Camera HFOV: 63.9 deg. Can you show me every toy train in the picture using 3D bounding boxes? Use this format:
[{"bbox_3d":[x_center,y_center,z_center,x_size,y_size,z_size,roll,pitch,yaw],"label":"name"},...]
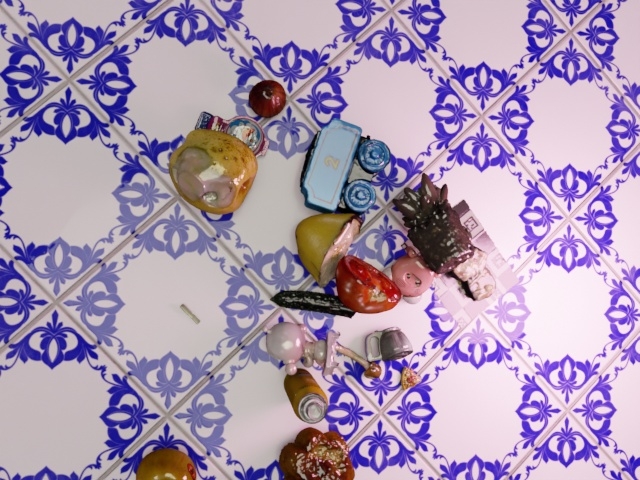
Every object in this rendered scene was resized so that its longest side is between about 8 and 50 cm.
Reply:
[{"bbox_3d":[0.074,-0.233,1.687,0.265,0.188,0.300,19,86,-4],"label":"toy train"}]

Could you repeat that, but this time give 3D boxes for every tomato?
[{"bbox_3d":[0.133,0.157,1.648,0.233,0.200,0.139,32,109,-16],"label":"tomato"}]

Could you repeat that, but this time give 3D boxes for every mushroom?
[{"bbox_3d":[0.122,0.407,1.733,0.187,0.060,0.061,31,98,1],"label":"mushroom"}]

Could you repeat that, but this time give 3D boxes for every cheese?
[{"bbox_3d":[-0.288,-0.348,1.689,0.244,0.062,0.155,22,86,-7],"label":"cheese"}]

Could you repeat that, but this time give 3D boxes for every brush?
[{"bbox_3d":[-0.423,0.238,1.666,0.016,0.013,0.083,-43,102,-4],"label":"brush"}]

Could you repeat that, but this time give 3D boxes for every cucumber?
[{"bbox_3d":[-0.018,0.205,1.705,0.300,0.072,0.072,10,86,-9],"label":"cucumber"}]

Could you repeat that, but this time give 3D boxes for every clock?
[{"bbox_3d":[0.304,0.125,1.742,0.166,0.093,0.162,39,104,-6],"label":"clock"}]

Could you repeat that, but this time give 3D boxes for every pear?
[{"bbox_3d":[-0.332,-0.214,1.584,0.271,0.271,0.271,0,88,-10],"label":"pear"},{"bbox_3d":[-0.001,0.002,1.657,0.178,0.267,0.267,29,83,12],"label":"pear"}]

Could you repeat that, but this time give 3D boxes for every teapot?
[{"bbox_3d":[0.230,0.352,1.737,0.149,0.111,0.108,-25,62,19],"label":"teapot"}]

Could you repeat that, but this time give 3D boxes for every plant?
[{"bbox_3d":[0.373,-0.062,1.686,0.194,0.181,0.321,-32,70,15],"label":"plant"}]

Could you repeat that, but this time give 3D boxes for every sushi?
[{"bbox_3d":[0.512,0.081,1.785,0.296,0.100,0.373,-36,93,-9],"label":"sushi"}]

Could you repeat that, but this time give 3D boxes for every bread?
[{"bbox_3d":[-0.006,0.720,1.655,0.246,0.135,0.232,39,69,-4],"label":"bread"}]

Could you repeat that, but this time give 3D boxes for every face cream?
[{"bbox_3d":[-0.044,0.470,1.549,0.105,0.348,0.105,0,88,-9],"label":"face cream"}]

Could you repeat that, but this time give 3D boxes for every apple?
[{"bbox_3d":[-0.470,0.727,1.564,0.182,0.155,0.182,0,90,-9],"label":"apple"}]

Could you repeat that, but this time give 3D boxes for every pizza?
[{"bbox_3d":[0.316,0.476,1.773,0.078,0.025,0.083,1,87,-7],"label":"pizza"}]

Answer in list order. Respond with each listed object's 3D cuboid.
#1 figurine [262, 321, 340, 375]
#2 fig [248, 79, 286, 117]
[{"bbox_3d":[-0.069,0.341,1.634,0.256,0.144,0.182,14,67,-6],"label":"figurine"},{"bbox_3d":[-0.180,-0.462,1.682,0.128,0.150,0.128,8,115,17],"label":"fig"}]
